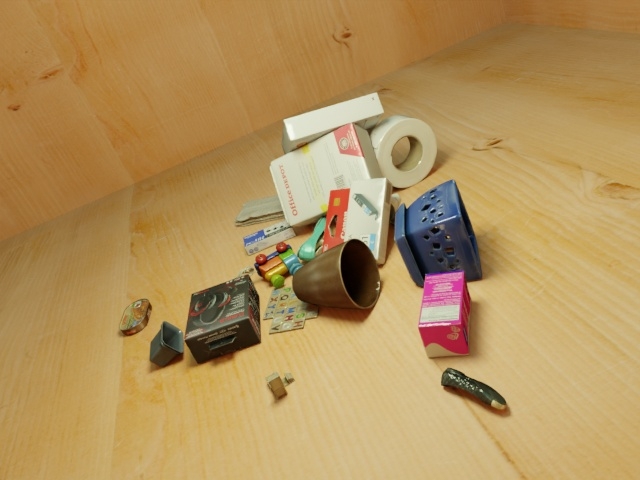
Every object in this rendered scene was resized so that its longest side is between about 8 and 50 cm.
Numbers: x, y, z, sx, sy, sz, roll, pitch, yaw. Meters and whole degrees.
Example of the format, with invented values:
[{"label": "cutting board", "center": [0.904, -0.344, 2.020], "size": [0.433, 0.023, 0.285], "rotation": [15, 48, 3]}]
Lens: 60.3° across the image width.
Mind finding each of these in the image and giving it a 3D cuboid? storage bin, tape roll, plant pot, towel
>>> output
[{"label": "storage bin", "center": [-0.505, 0.347, 1.806], "size": [0.091, 0.098, 0.135], "rotation": [-48, 27, 11]}, {"label": "tape roll", "center": [0.327, -0.362, 2.238], "size": [0.286, 0.286, 0.100], "rotation": [-28, 30, -12]}, {"label": "plant pot", "center": [0.351, -0.011, 1.682], "size": [0.212, 0.236, 0.236], "rotation": [-18, 28, 19]}, {"label": "plant pot", "center": [0.032, 0.123, 1.717], "size": [0.231, 0.215, 0.215], "rotation": [-16, 27, 35]}, {"label": "towel", "center": [-0.247, -0.147, 2.513], "size": [0.282, 0.049, 0.187], "rotation": [-11, 31, 19]}]

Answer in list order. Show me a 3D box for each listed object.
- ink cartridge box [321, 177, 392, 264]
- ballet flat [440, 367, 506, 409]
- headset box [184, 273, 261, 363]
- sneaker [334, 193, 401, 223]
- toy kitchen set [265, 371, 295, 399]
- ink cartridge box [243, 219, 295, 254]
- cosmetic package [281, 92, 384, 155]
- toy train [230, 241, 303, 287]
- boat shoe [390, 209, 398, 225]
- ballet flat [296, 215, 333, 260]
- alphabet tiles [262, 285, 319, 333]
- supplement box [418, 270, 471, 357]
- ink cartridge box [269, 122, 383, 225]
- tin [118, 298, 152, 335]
[{"label": "ink cartridge box", "center": [0.111, -0.063, 1.932], "size": [0.261, 0.066, 0.296], "rotation": [-2, 72, 32]}, {"label": "ballet flat", "center": [0.351, 0.345, 1.265], "size": [0.058, 0.049, 0.173], "rotation": [14, 5, -38]}, {"label": "headset box", "center": [-0.313, 0.257, 1.792], "size": [0.218, 0.110, 0.293], "rotation": [-19, 28, 3]}, {"label": "sneaker", "center": [0.179, -0.102, 2.066], "size": [0.297, 0.111, 0.129], "rotation": [-10, 20, 42]}, {"label": "toy kitchen set", "center": [-0.114, 0.368, 1.499], "size": [0.068, 0.075, 0.083], "rotation": [-28, 33, -14]}, {"label": "ink cartridge box", "center": [-0.211, -0.015, 2.262], "size": [0.207, 0.046, 0.097], "rotation": [-23, 27, -1]}, {"label": "cosmetic package", "center": [0.038, -0.445, 2.197], "size": [0.377, 0.097, 0.284], "rotation": [-18, -8, -8]}, {"label": "toy train", "center": [-0.182, 0.122, 1.963], "size": [0.248, 0.105, 0.143], "rotation": [-30, 43, -15]}, {"label": "boat shoe", "center": [0.305, -0.091, 2.007], "size": [0.068, 0.072, 0.190], "rotation": [-35, 31, -23]}, {"label": "ballet flat", "center": [0.000, 0.000, 2.074], "size": [0.087, 0.083, 0.247], "rotation": [18, 42, 16]}, {"label": "alphabet tiles", "center": [-0.093, 0.218, 1.816], "size": [0.198, 0.009, 0.237], "rotation": [-13, 29, 16]}, {"label": "supplement box", "center": [0.332, 0.191, 1.460], "size": [0.114, 0.111, 0.220], "rotation": [-8, 32, 23]}, {"label": "ink cartridge box", "center": [0.028, -0.246, 2.158], "size": [0.385, 0.279, 0.160], "rotation": [-21, -8, 25]}, {"label": "tin", "center": [-0.698, 0.289, 2.085], "size": [0.106, 0.040, 0.189], "rotation": [-16, 28, 2]}]
